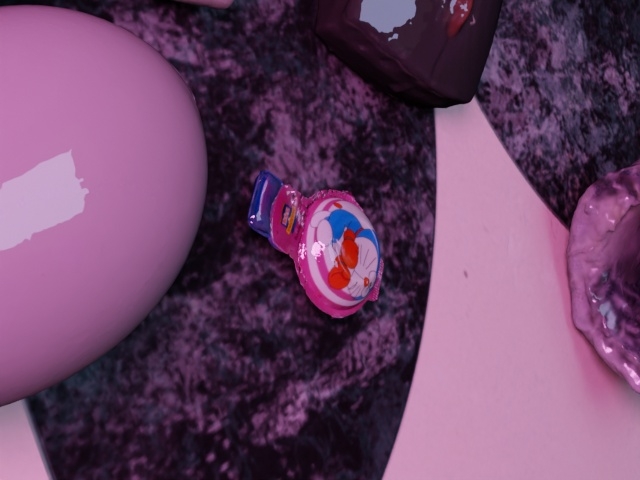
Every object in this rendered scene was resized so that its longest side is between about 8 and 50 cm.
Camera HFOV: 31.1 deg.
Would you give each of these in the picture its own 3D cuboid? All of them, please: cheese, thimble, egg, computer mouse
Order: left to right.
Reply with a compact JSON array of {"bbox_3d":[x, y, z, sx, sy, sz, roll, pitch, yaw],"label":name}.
[{"bbox_3d":[-0.158,-0.011,0.544,0.232,0.176,0.176,-48,118,-34],"label":"egg"},{"bbox_3d":[0.000,0.000,0.821,0.145,0.038,0.095,33,59,-41],"label":"cheese"},{"bbox_3d":[0.090,-0.245,0.926,0.170,0.100,0.269,24,65,-41],"label":"computer mouse"},{"bbox_3d":[0.352,0.031,1.078,0.157,0.217,0.245,-20,90,-49],"label":"thimble"}]

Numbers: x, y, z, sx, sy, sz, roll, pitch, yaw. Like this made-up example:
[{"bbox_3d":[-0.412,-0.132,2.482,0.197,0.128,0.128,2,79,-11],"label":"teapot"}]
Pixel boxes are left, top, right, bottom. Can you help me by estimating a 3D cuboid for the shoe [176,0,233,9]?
[{"bbox_3d":[-0.070,-0.192,0.750,0.195,0.079,0.078,-35,101,-50],"label":"shoe"}]
